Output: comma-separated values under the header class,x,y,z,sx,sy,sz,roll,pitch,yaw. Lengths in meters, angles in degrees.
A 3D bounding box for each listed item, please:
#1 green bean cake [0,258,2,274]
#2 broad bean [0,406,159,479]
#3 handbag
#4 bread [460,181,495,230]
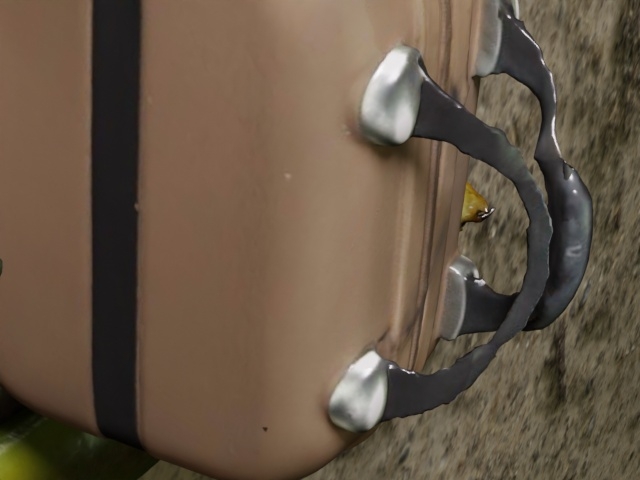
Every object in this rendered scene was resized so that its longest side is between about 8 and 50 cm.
class,x,y,z,sx,sy,sz,roll,pitch,yaw
green bean cake,-0.205,0.077,0.602,0.183,0.094,0.185,-51,163,-82
broad bean,-0.157,0.125,0.844,0.325,0.067,0.075,-32,107,-50
handbag,-0.021,-0.039,0.705,0.149,0.283,0.301,-40,144,-50
bread,0.000,0.000,0.934,0.140,0.160,0.169,-19,128,-60
